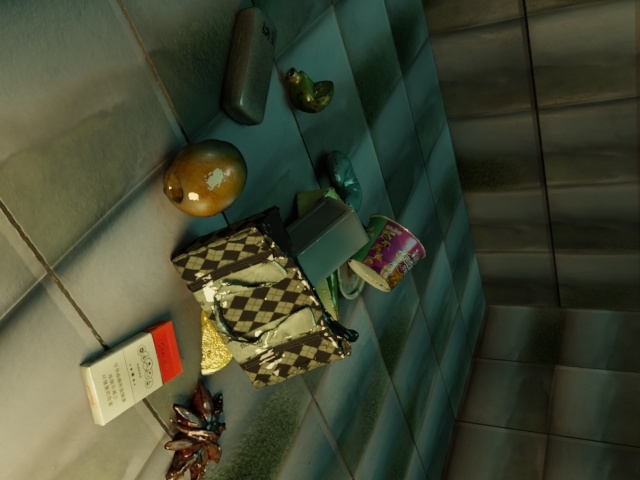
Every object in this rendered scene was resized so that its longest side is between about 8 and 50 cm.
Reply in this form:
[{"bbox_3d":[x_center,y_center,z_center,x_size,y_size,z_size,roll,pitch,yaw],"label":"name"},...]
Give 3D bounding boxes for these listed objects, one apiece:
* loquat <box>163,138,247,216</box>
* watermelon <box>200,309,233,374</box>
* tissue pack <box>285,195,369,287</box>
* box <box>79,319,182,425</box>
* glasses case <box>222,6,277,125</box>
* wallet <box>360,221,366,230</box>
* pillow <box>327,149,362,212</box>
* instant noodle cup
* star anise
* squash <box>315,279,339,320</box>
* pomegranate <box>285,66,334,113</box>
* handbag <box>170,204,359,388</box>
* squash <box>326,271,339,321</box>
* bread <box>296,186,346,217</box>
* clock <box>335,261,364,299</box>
[{"bbox_3d":[-0.272,-0.151,1.414,0.227,0.179,0.179,-35,120,-52],"label":"loquat"},{"bbox_3d":[-0.258,0.257,1.528,0.092,0.075,0.181,7,83,-60],"label":"watermelon"},{"bbox_3d":[-0.001,-0.001,1.815,0.246,0.159,0.136,-39,128,-16],"label":"tissue pack"},{"bbox_3d":[-0.409,0.284,1.296,0.245,0.035,0.138,-33,117,-57],"label":"box"},{"bbox_3d":[-0.196,-0.489,1.649,0.131,0.074,0.322,30,63,-59],"label":"glasses case"},{"bbox_3d":[0.175,0.015,2.297,0.031,0.110,0.198,-27,124,-9],"label":"wallet"},{"bbox_3d":[0.085,-0.209,2.090,0.214,0.086,0.233,-79,151,-63],"label":"pillow"},{"bbox_3d":[0.226,0.056,2.114,0.190,0.251,0.251,-52,139,-14],"label":"instant noodle cup"},{"bbox_3d":[-0.284,0.481,1.454,0.272,0.103,0.271,-3,93,-64],"label":"star anise"},{"bbox_3d":[-0.017,0.145,1.927,0.093,0.169,0.252,-10,102,-17],"label":"squash"},{"bbox_3d":[-0.046,-0.475,1.882,0.169,0.122,0.143,9,47,-27],"label":"pomegranate"},{"bbox_3d":[-0.123,0.143,1.424,0.416,0.317,0.180,61,34,-14],"label":"handbag"},{"bbox_3d":[0.031,0.198,2.057,0.069,0.069,0.257,-17,106,-60],"label":"squash"},{"bbox_3d":[0.020,-0.065,1.982,0.178,0.142,0.266,-41,140,-5],"label":"bread"},{"bbox_3d":[0.104,0.104,2.202,0.236,0.053,0.236,-2,92,-59],"label":"clock"}]
